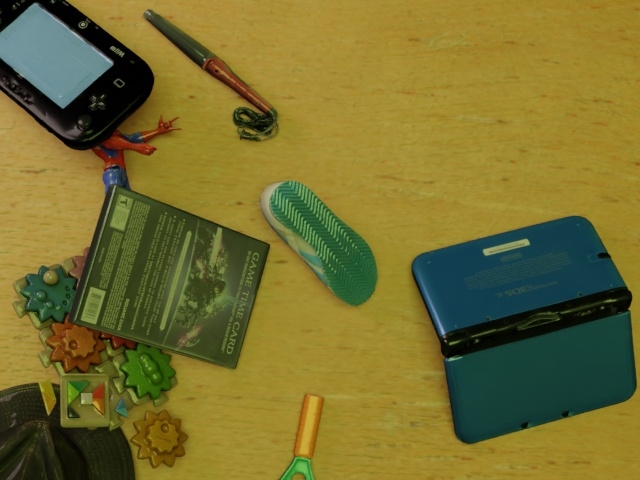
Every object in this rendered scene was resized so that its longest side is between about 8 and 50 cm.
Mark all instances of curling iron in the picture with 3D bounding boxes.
[{"bbox_3d":[-0.169,-0.254,1.684,0.068,0.035,0.274,-44,88,-10],"label":"curling iron"}]

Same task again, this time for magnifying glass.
[{"bbox_3d":[-0.030,0.340,1.621,0.092,0.026,0.230,12,80,-4],"label":"magnifying glass"}]

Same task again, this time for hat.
[{"bbox_3d":[-0.403,0.329,1.489,0.332,0.134,0.331,5,62,-9],"label":"hat"}]

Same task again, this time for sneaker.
[{"bbox_3d":[0.000,0.000,1.644,0.087,0.092,0.228,-42,107,-12],"label":"sneaker"}]

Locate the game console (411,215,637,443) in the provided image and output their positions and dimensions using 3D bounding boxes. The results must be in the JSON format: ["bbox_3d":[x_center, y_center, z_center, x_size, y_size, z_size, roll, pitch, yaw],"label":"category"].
[{"bbox_3d":[0.307,0.131,1.683,0.293,0.173,0.250,-14,53,-8],"label":"game console"}]

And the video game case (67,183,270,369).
[{"bbox_3d":[-0.206,0.057,1.569,0.274,0.026,0.196,22,79,-38],"label":"video game case"}]

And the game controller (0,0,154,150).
[{"bbox_3d":[-0.389,-0.261,1.607,0.319,0.067,0.166,38,81,20],"label":"game controller"}]

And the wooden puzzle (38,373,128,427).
[{"bbox_3d":[-0.321,0.218,1.513,0.116,0.014,0.078,-4,76,-27],"label":"wooden puzzle"}]

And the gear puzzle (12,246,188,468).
[{"bbox_3d":[-0.292,0.172,1.571,0.175,0.044,0.338,-25,85,-39],"label":"gear puzzle"}]

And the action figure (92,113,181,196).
[{"bbox_3d":[-0.261,-0.090,1.610,0.139,0.091,0.280,-18,77,8],"label":"action figure"}]
